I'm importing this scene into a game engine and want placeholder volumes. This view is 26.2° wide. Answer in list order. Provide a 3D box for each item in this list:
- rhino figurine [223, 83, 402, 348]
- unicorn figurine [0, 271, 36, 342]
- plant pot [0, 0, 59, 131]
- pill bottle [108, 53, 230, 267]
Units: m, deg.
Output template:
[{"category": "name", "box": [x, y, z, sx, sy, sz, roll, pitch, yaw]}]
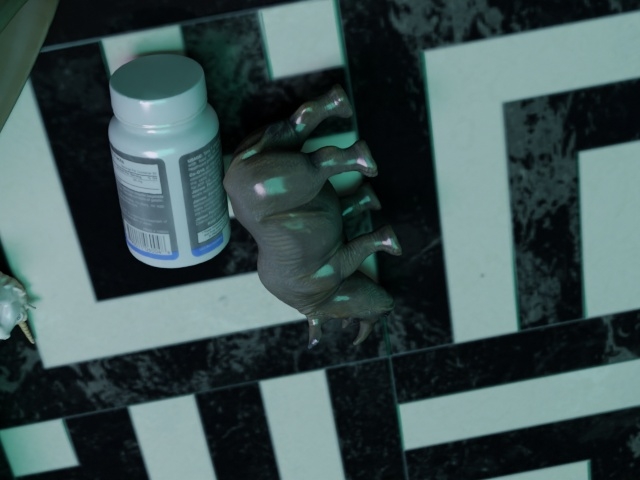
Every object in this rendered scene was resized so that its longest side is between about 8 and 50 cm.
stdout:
[{"category": "rhino figurine", "box": [0.000, 0.000, 1.026, 0.106, 0.073, 0.243, -22, 136, -3]}, {"category": "unicorn figurine", "box": [-0.277, 0.043, 1.010, 0.162, 0.111, 0.060, 41, 121, -14]}, {"category": "plant pot", "box": [-0.351, -0.086, 0.802, 0.280, 0.323, 0.323, 29, 117, -7]}, {"category": "pill bottle", "box": [-0.107, -0.056, 0.970, 0.078, 0.078, 0.137, -6, 125, -4]}]
